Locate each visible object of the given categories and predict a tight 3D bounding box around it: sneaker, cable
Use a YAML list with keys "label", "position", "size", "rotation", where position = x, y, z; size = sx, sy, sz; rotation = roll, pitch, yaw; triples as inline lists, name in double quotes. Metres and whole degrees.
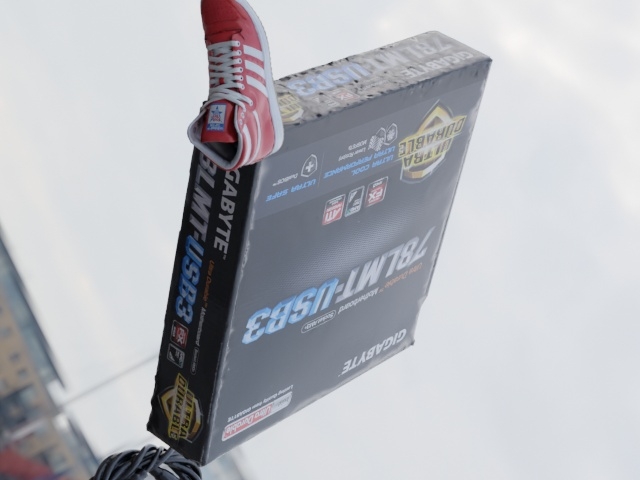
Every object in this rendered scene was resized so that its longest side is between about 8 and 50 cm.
- label: "sneaker"
  position: [-0.062, -0.103, 1.132]
  size: [0.042, 0.067, 0.118]
  rotation: [-8, -74, 31]
- label: "cable"
  position: [-0.181, 0.285, 1.793]
  size: [0.047, 0.184, 0.150]
  rotation: [-1, -90, 46]

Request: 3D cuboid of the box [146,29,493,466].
- label: "box"
  position: [0.000, 0.000, 1.401]
  size: [0.073, 0.295, 0.293]
  rotation: [29, -57, 29]
